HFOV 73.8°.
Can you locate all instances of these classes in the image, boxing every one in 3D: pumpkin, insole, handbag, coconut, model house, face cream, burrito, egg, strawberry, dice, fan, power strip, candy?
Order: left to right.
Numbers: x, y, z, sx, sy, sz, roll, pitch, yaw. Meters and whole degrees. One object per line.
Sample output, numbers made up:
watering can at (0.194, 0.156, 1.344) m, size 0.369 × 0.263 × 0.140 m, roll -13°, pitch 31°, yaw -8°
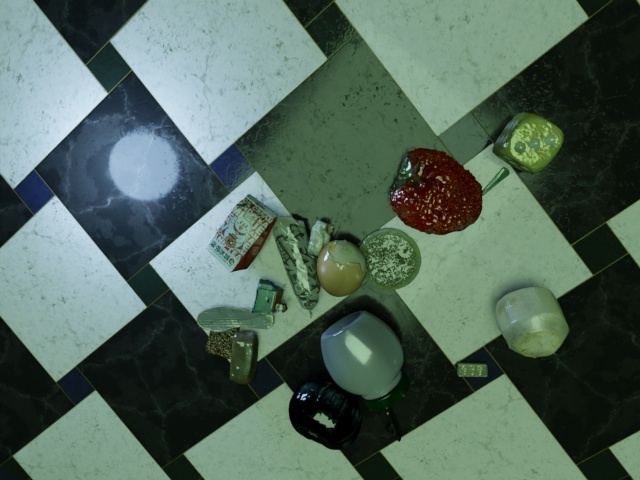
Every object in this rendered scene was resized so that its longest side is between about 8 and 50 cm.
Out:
insole at (-0.375, 0.346, 1.867) m, size 0.348 × 0.009 × 0.119 m, roll 0°, pitch 97°, yaw 6°
candy at (-0.335, 0.514, 1.868) m, size 0.104 × 0.102 × 0.234 m, roll 9°, pitch 98°, yaw 6°
handbag at (-0.305, -0.029, 1.740) m, size 0.171 × 0.151 × 0.298 m, roll 41°, pitch 101°, yaw 12°
model house at (-0.206, 0.250, 1.808) m, size 0.148 × 0.119 × 0.148 m, roll 15°, pitch 98°, yaw -7°
burrito at (-0.081, 0.105, 1.764) m, size 0.139 × 0.101 × 0.446 m, roll -18°, pitch 94°, yaw -1°
pumpkin at (0.027, 0.713, 1.775) m, size 0.315 × 0.238 × 0.315 m, roll 20°, pitch 137°, yaw 19°
egg at (0.081, 0.118, 1.692) m, size 0.201 × 0.201 × 0.244 m, roll 16°, pitch 126°, yaw 5°
face cream at (0.184, 0.483, 1.730) m, size 0.312 × 0.219 × 0.357 m, roll -32°, pitch 95°, yaw 11°
strawberry at (0.432, -0.159, 1.572) m, size 0.351 × 0.267 × 0.312 m, roll 19°, pitch 72°, yaw -12°
power strip at (0.631, 0.535, 1.771) m, size 0.123 × 0.032 × 0.056 m, roll -2°, pitch 101°, yaw 8°
fan at (0.653, -0.203, 1.650) m, size 0.038 × 0.016 × 0.193 m, roll 42°, pitch 102°, yaw -3°
dice at (0.743, -0.349, 1.534) m, size 0.169 × 0.169 × 0.166 m, roll 31°, pitch 102°, yaw 2°
coconut at (0.792, 0.296, 1.613) m, size 0.244 × 0.247 × 0.245 m, roll 4°, pitch 130°, yaw 5°

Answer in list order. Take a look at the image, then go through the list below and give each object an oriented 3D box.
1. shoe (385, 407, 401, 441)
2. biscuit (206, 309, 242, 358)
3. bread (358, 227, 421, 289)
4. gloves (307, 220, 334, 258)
shoe at (0.304, 0.795, 1.850) m, size 0.053 × 0.062 × 0.159 m, roll -17°, pitch 98°, yaw 23°
biscuit at (-0.430, 0.409, 1.902) m, size 0.131 × 0.026 × 0.237 m, roll 16°, pitch 102°, yaw 3°
bread at (0.278, 0.078, 1.739) m, size 0.266 × 0.040 × 0.267 m, roll 1°, pitch 100°, yaw 8°
gloves at (-0.004, -0.001, 1.732) m, size 0.070 × 0.114 × 0.153 m, roll 13°, pitch 86°, yaw 28°
